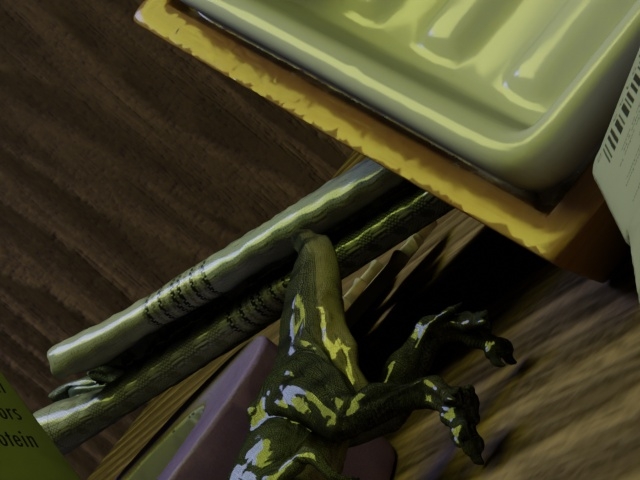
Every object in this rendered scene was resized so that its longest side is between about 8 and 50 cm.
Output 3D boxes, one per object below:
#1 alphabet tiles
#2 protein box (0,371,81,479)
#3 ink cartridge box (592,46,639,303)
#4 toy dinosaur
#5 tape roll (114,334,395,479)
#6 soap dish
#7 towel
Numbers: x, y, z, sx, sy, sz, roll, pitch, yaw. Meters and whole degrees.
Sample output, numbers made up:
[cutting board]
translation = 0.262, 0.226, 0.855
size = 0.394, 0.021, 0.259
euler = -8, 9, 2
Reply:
[alphabet tiles]
translation = -0.024, 0.096, 1.283
size = 0.278, 0.021, 0.284
euler = -49, -2, 18
[protein box]
translation = -0.173, 0.157, 0.677
size = 0.136, 0.201, 0.200
euler = -52, -31, 17
[ink cartridge box]
translation = 0.161, -0.126, 0.517
size = 0.261, 0.066, 0.296
euler = -64, -7, -77
[toy dinosaur]
translation = 0.017, 0.067, 0.781
size = 0.118, 0.064, 0.268
euler = -12, 38, 20
[tape roll]
translation = -0.085, 0.178, 0.904
size = 0.275, 0.090, 0.275
euler = -50, 4, 4
[soap dish]
translation = 0.081, -0.124, 0.829
size = 0.291, 0.118, 0.229
euler = 33, 80, 41
[towel]
translation = 0.000, 0.000, 1.072
size = 0.324, 0.056, 0.312
euler = -34, -2, 24
